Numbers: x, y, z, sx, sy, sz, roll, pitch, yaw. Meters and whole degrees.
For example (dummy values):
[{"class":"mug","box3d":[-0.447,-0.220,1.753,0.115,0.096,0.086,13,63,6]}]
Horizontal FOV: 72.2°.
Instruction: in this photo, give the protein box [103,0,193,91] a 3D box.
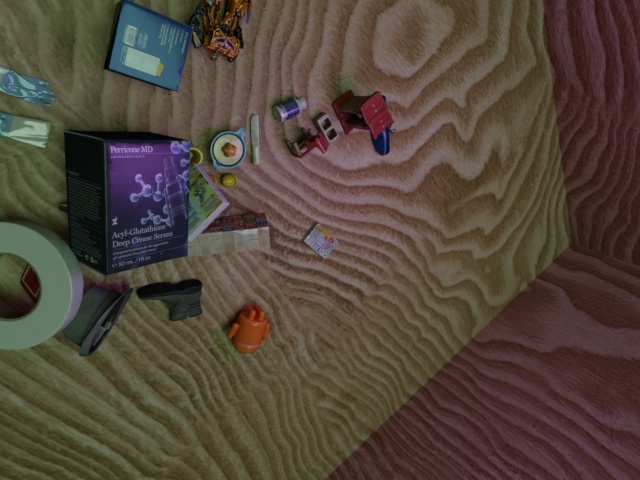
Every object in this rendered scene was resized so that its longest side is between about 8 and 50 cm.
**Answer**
[{"class":"protein box","box3d":[-0.524,-0.584,1.335,0.201,0.136,0.199,10,103,-35]}]

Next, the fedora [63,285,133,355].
[{"class":"fedora","box3d":[-0.773,0.252,1.497,0.124,0.243,0.275,30,99,-8]}]

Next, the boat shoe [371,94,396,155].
[{"class":"boat shoe","box3d":[0.277,-0.498,1.898,0.089,0.109,0.258,-26,123,-26]}]

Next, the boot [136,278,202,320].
[{"class":"boot","box3d":[-0.571,0.244,1.683,0.247,0.083,0.161,-4,117,-30]}]

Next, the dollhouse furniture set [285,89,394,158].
[{"class":"dollhouse furniture set","box3d":[0.076,-0.429,1.738,0.374,0.201,0.152,-42,125,-12]}]

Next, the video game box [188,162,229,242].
[{"class":"video game box","box3d":[-0.439,-0.127,1.507,0.205,0.187,0.048,-43,166,14]}]

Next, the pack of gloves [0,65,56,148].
[{"class":"pack of gloves","box3d":[-0.896,-0.392,1.250,0.232,0.046,0.194,14,89,-39]}]

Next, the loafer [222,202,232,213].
[{"class":"loafer","box3d":[-0.400,-0.136,1.646,0.148,0.056,0.050,18,92,-36]}]

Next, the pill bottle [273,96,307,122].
[{"class":"pill bottle","box3d":[-0.114,-0.502,1.671,0.120,0.067,0.067,-31,123,-18]}]

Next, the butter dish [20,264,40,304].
[{"class":"butter dish","box3d":[-0.863,0.115,1.418,0.159,0.160,0.118,-60,151,7]}]

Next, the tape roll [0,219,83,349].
[{"class":"tape roll","box3d":[-0.914,0.133,1.303,0.393,0.072,0.391,0,99,-1]}]

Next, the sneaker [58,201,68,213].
[{"class":"sneaker","box3d":[-0.768,-0.059,1.437,0.186,0.070,0.083,27,88,-36]}]

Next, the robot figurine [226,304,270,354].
[{"class":"robot figurine","box3d":[-0.306,0.387,1.876,0.158,0.128,0.219,-12,120,-67]}]

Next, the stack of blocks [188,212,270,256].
[{"class":"stack of blocks","box3d":[-0.346,-0.025,1.652,0.298,0.171,0.087,-6,113,-11]}]

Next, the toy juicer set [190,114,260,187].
[{"class":"toy juicer set","box3d":[-0.323,-0.299,1.608,0.329,0.089,0.209,-31,123,-19]}]

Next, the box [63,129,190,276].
[{"class":"box","box3d":[-0.590,-0.130,1.366,0.294,0.212,0.394,-18,119,-54]}]

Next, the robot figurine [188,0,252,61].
[{"class":"robot figurine","box3d":[-0.313,-0.732,1.420,0.211,0.085,0.290,1,106,-49]}]

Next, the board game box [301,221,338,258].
[{"class":"board game box","box3d":[0.000,0.000,1.973,0.103,0.026,0.154,-52,127,-3]}]
